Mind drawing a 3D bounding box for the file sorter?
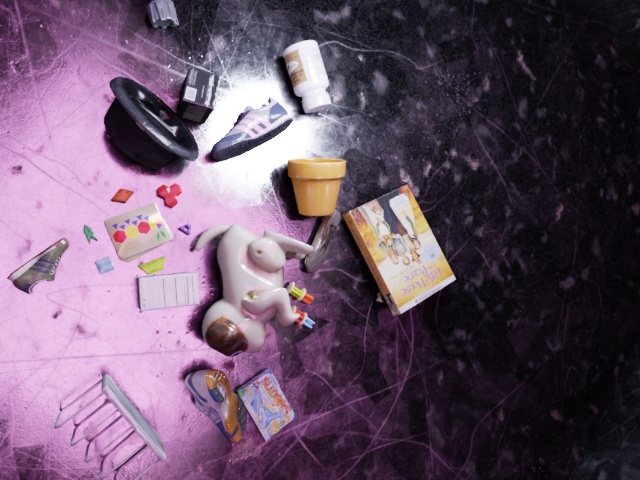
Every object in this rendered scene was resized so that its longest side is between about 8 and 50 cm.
[{"bbox_3d":[-0.612,0.568,1.541,0.173,0.192,0.278,-39,102,-18],"label":"file sorter"}]

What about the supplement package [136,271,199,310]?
[{"bbox_3d":[-0.484,0.160,1.666,0.179,0.105,0.105,-4,88,-24],"label":"supplement package"}]

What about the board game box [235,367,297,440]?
[{"bbox_3d":[-0.185,0.565,1.811,0.136,0.035,0.201,-32,100,-22],"label":"board game box"}]

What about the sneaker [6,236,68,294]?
[{"bbox_3d":[-0.814,0.080,1.554,0.192,0.064,0.086,-41,110,-20],"label":"sneaker"}]

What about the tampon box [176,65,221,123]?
[{"bbox_3d":[-0.400,-0.472,1.710,0.101,0.161,0.121,13,80,-22],"label":"tampon box"}]

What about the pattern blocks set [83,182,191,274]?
[{"bbox_3d":[-0.577,-0.031,1.679,0.324,0.026,0.286,-15,93,-24],"label":"pattern blocks set"}]

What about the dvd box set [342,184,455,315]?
[{"bbox_3d":[0.304,0.030,1.995,0.307,0.062,0.421,-25,87,-28],"label":"dvd box set"}]

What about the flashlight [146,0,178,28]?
[{"bbox_3d":[-0.552,-0.853,1.702,0.103,0.103,0.305,-12,93,2],"label":"flashlight"}]

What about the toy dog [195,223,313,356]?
[{"bbox_3d":[-0.238,0.171,1.684,0.395,0.284,0.409,20,80,-15],"label":"toy dog"}]

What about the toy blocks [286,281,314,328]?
[{"bbox_3d":[-0.069,0.235,1.871,0.148,0.054,0.123,35,75,-18],"label":"toy blocks"}]

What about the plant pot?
[{"bbox_3d":[-0.015,-0.190,1.857,0.204,0.205,0.188,-5,105,-24],"label":"plant pot"}]

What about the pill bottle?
[{"bbox_3d":[-0.042,-0.585,1.890,0.131,0.131,0.230,-19,94,-23],"label":"pill bottle"}]

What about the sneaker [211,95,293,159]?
[{"bbox_3d":[-0.256,-0.389,1.813,0.318,0.112,0.131,-31,83,-25],"label":"sneaker"}]

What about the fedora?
[{"bbox_3d":[-0.542,-0.338,1.624,0.152,0.334,0.334,-39,105,14],"label":"fedora"}]

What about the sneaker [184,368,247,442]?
[{"bbox_3d":[-0.340,0.535,1.719,0.112,0.130,0.297,-54,133,-54],"label":"sneaker"}]

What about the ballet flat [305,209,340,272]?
[{"bbox_3d":[0.000,0.000,1.920,0.084,0.058,0.250,33,77,-55],"label":"ballet flat"}]

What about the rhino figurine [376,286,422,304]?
[{"bbox_3d":[0.321,0.199,2.036,0.243,0.073,0.107,11,86,-24],"label":"rhino figurine"}]
